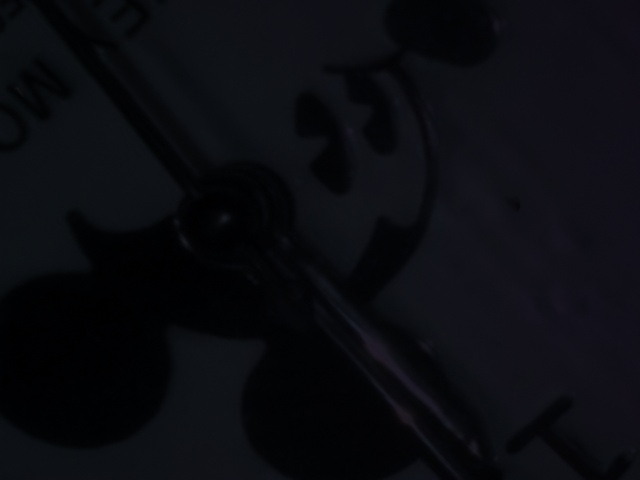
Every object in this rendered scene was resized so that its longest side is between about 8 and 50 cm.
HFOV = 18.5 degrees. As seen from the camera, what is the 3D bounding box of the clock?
[{"bbox_3d":[0.000,0.000,0.359,0.102,0.338,0.339,-96,6,-69],"label":"clock"}]
